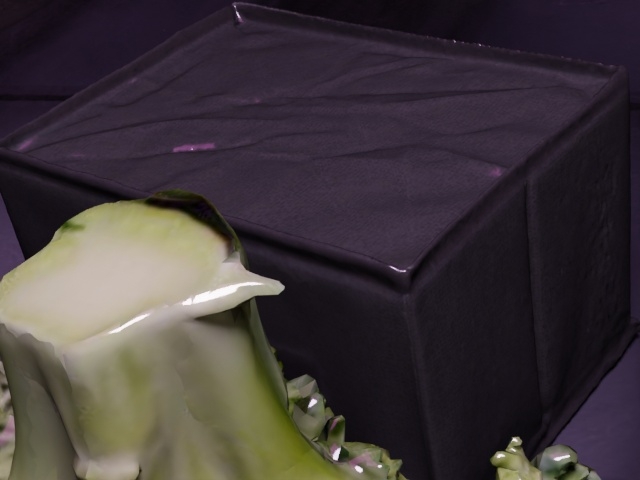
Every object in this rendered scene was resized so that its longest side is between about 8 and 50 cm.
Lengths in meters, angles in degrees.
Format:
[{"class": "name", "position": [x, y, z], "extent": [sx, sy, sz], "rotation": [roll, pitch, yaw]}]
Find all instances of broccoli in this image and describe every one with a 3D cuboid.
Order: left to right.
[{"class": "broccoli", "position": [-0.066, 0.144, 0.543], "extent": [0.277, 0.317, 0.338], "rotation": [-43, 20, -32]}]

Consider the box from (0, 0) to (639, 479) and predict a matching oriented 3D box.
[{"class": "box", "position": [0.000, 0.001, 0.797], "extent": [0.345, 0.205, 0.251], "rotation": [16, 40, 35]}]
